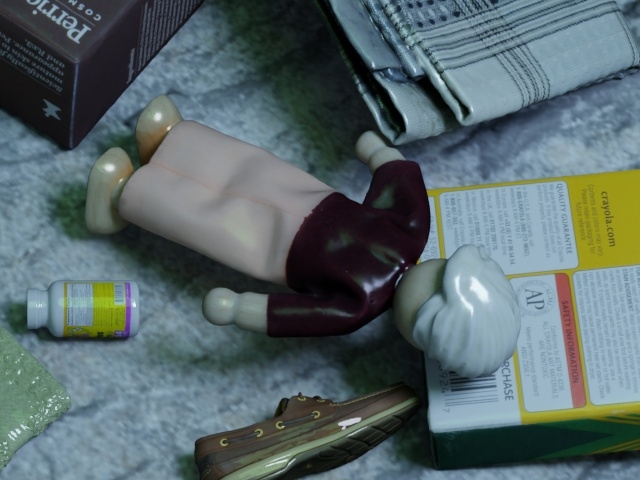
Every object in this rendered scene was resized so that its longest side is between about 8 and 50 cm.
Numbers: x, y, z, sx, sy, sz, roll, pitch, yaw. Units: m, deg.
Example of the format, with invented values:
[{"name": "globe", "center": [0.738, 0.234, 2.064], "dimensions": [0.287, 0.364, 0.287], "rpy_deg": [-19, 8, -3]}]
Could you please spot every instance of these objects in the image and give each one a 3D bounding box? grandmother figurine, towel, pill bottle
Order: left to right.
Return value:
[{"name": "towel", "center": [-0.265, 0.104, 1.459], "dimensions": [0.148, 0.027, 0.110], "rpy_deg": [39, 61, 14]}, {"name": "pill bottle", "center": [-0.179, 0.051, 1.493], "dimensions": [0.083, 0.043, 0.043], "rpy_deg": [0, 61, -9]}, {"name": "grandmother figurine", "center": [0.000, 0.000, 1.471], "dimensions": [0.342, 0.104, 0.208], "rpy_deg": [27, 70, 25]}, {"name": "towel", "center": [0.100, -0.241, 1.604], "dimensions": [0.324, 0.056, 0.312], "rpy_deg": [-20, 78, -44]}]

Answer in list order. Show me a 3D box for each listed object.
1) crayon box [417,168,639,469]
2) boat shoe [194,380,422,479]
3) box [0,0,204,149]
[{"name": "crayon box", "center": [0.234, 0.052, 1.505], "dimensions": [0.323, 0.083, 0.203], "rpy_deg": [-6, 61, 3]}, {"name": "boat shoe", "center": [-0.010, 0.139, 1.462], "dimensions": [0.178, 0.064, 0.060], "rpy_deg": [-22, 69, -18]}, {"name": "box", "center": [-0.165, -0.280, 1.628], "dimensions": [0.191, 0.143, 0.381], "rpy_deg": [33, 63, 8]}]
